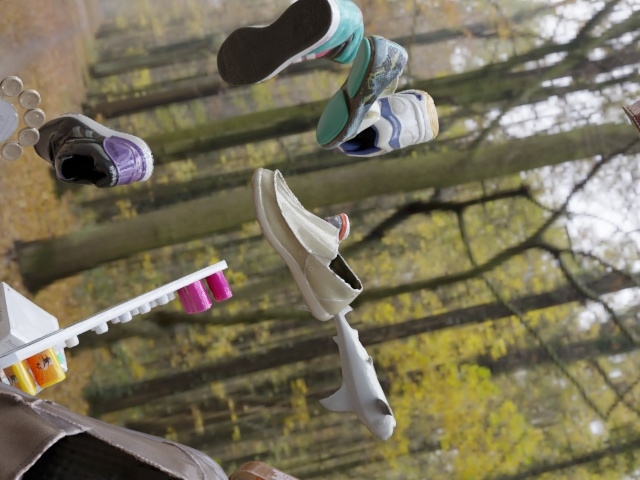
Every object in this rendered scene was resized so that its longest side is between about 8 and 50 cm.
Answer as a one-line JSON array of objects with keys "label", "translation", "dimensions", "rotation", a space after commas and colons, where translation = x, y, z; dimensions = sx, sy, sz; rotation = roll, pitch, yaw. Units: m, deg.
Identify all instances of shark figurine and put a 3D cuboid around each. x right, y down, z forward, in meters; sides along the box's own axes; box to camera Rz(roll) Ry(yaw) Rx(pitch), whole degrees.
[{"label": "shark figurine", "translation": [0.043, 0.233, 1.884], "dimensions": [0.166, 0.116, 0.278], "rotation": [101, -34, -88]}]

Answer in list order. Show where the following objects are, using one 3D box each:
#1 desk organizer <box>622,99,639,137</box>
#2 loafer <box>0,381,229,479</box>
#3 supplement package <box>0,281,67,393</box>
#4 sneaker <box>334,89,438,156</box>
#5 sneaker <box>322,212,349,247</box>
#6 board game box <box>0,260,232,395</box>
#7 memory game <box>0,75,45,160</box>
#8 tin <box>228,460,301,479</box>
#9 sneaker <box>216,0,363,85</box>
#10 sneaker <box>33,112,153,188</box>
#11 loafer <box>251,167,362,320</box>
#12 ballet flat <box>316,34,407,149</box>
[{"label": "desk organizer", "translation": [0.308, -0.066, 0.906], "dimensions": [0.130, 0.050, 0.047], "rotation": [57, 14, -11]}, {"label": "loafer", "translation": [-0.237, 0.166, 0.815], "dimensions": [0.130, 0.365, 0.134], "rotation": [138, -38, -74]}, {"label": "supplement package", "translation": [-0.564, 0.212, 1.814], "dimensions": [0.139, 0.244, 0.134], "rotation": [44, 13, -41]}, {"label": "sneaker", "translation": [0.067, -0.192, 1.826], "dimensions": [0.296, 0.131, 0.112], "rotation": [-7, -79, 63]}, {"label": "sneaker", "translation": [0.000, 0.000, 2.086], "dimensions": [0.158, 0.064, 0.061], "rotation": [118, -36, -45]}, {"label": "board game box", "translation": [-0.348, 0.148, 1.291], "dimensions": [0.390, 0.390, 0.050], "rotation": [-25, 92, -58]}, {"label": "memory game", "translation": [-0.552, -0.200, 1.808], "dimensions": [0.012, 0.186, 0.186], "rotation": [-116, -164, -45]}, {"label": "tin", "translation": [-0.054, 0.392, 1.613], "dimensions": [0.189, 0.040, 0.106], "rotation": [20, -50, 26]}, {"label": "sneaker", "translation": [-0.036, -0.359, 1.961], "dimensions": [0.295, 0.178, 0.124], "rotation": [-17, -95, 40]}, {"label": "sneaker", "translation": [-0.441, -0.157, 1.945], "dimensions": [0.283, 0.124, 0.107], "rotation": [13, -64, 35]}, {"label": "loafer", "translation": [-0.018, -0.004, 1.656], "dimensions": [0.269, 0.092, 0.102], "rotation": [61, 16, -25]}, {"label": "ballet flat", "translation": [0.053, -0.172, 1.326], "dimensions": [0.188, 0.070, 0.070], "rotation": [124, -44, -53]}]
